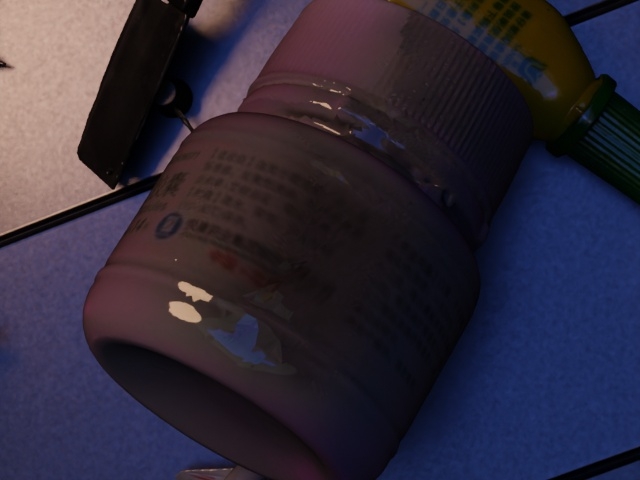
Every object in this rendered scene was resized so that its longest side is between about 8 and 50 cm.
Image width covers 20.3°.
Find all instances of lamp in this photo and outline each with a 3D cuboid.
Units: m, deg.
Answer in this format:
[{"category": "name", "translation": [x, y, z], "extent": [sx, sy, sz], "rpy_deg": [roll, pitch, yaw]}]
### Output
[{"category": "lamp", "translation": [-0.095, -0.081, 1.404], "extent": [0.041, 0.054, 0.121], "rpy_deg": [-39, 82, 4]}]

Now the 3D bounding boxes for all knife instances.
[{"category": "knife", "translation": [-0.133, -0.162, 1.394], "extent": [0.072, 0.019, 0.245], "rpy_deg": [40, 110, 40]}]

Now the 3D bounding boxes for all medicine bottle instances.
[{"category": "medicine bottle", "translation": [0.000, 0.000, 1.271], "extent": [0.241, 0.241, 0.302], "rpy_deg": [28, 70, 8]}, {"category": "medicine bottle", "translation": [0.172, -0.114, 1.361], "extent": [0.309, 0.076, 0.111], "rpy_deg": [38, 94, 8]}]

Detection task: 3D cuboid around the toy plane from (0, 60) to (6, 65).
[{"category": "toy plane", "translation": [-0.296, -0.288, 1.418], "extent": [0.182, 0.107, 0.273], "rpy_deg": [26, 96, 15]}]

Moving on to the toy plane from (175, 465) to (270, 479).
[{"category": "toy plane", "translation": [-0.025, 0.159, 1.375], "extent": [0.171, 0.065, 0.162], "rpy_deg": [-39, 82, 1]}]
